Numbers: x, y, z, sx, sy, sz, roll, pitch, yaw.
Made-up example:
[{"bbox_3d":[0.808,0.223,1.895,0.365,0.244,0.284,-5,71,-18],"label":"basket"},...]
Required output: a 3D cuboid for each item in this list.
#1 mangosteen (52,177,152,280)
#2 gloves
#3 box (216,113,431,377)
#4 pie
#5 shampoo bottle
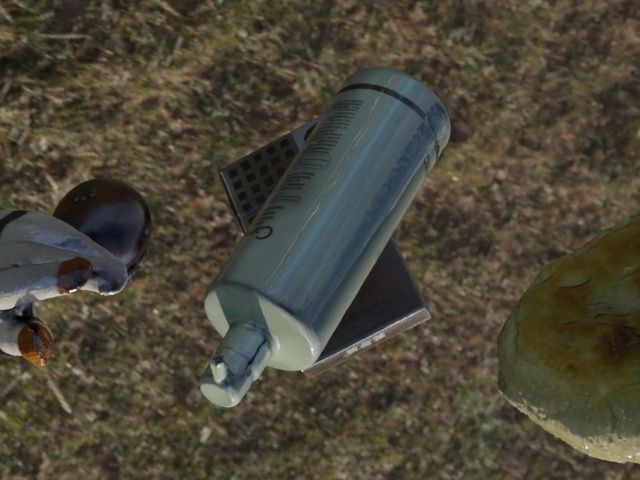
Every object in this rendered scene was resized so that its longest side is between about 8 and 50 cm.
[{"bbox_3d":[-0.254,-0.004,1.392,0.140,0.140,0.140,-20,122,-36],"label":"mangosteen"},{"bbox_3d":[-0.280,0.034,1.120,0.131,0.218,0.140,45,62,-13],"label":"gloves"},{"bbox_3d":[-0.001,0.000,1.547,0.180,0.325,0.047,-28,152,6],"label":"box"},{"bbox_3d":[0.290,0.067,0.902,0.337,0.337,0.075,-32,119,-29],"label":"pie"},{"bbox_3d":[-0.003,-0.001,0.767,0.262,0.085,0.085,-58,140,-32],"label":"shampoo bottle"}]
